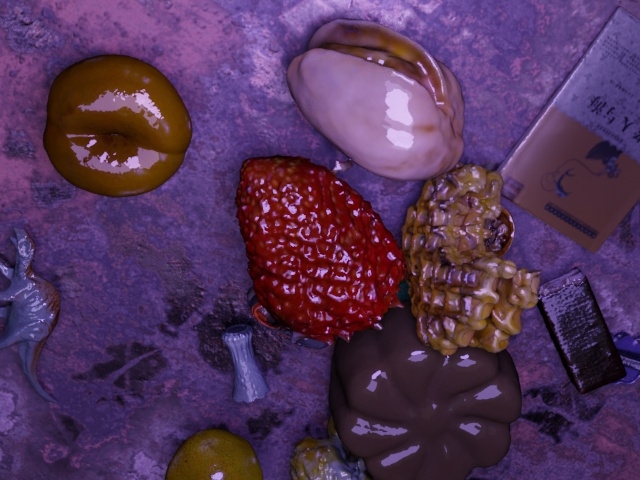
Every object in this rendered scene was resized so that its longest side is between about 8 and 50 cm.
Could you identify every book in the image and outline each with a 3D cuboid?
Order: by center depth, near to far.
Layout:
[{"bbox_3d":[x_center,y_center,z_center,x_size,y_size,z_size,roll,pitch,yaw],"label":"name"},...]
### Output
[{"bbox_3d":[0.525,-0.191,1.395,0.269,0.032,0.389,29,107,-13],"label":"book"}]

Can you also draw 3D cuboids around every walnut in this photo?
[{"bbox_3d":[0.327,-0.011,1.444,0.091,0.052,0.121,34,110,24],"label":"walnut"}]

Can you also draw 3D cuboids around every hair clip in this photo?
[{"bbox_3d":[0.629,0.251,1.577,0.195,0.052,0.124,12,106,-2],"label":"hair clip"}]

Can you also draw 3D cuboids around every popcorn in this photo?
[{"bbox_3d":[0.031,0.468,1.574,0.198,0.198,0.212,26,75,-13],"label":"popcorn"}]

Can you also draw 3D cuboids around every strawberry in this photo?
[{"bbox_3d":[0.002,-0.001,1.304,0.292,0.292,0.343,-11,125,2],"label":"strawberry"}]

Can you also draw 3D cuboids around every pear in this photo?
[{"bbox_3d":[-0.222,0.486,1.562,0.198,0.198,0.198,-1,113,-3],"label":"pear"}]

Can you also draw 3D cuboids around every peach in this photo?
[{"bbox_3d":[-0.344,-0.190,1.289,0.251,0.153,0.251,2,115,4],"label":"peach"}]

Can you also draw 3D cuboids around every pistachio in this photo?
[{"bbox_3d":[0.102,-0.227,1.260,0.321,0.229,0.238,36,140,-7],"label":"pistachio"}]

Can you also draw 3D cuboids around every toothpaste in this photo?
[{"bbox_3d":[0.168,0.096,1.493,0.043,0.037,0.178,-25,112,12],"label":"toothpaste"}]

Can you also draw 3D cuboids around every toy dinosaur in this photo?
[{"bbox_3d":[-0.586,0.173,1.463,0.205,0.092,0.393,-16,110,-2],"label":"toy dinosaur"}]

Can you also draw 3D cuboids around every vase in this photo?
[{"bbox_3d":[-0.154,0.241,1.517,0.081,0.081,0.148,-10,109,1],"label":"vase"}]

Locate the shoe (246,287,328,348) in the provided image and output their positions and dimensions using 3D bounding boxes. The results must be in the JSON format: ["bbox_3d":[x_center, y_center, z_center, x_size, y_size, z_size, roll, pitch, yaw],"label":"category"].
[{"bbox_3d":[-0.063,0.164,1.486,0.194,0.077,0.074,36,106,-16],"label":"shoe"}]

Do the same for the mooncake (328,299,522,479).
[{"bbox_3d":[0.203,0.303,1.471,0.378,0.201,0.378,-2,121,-4],"label":"mooncake"}]

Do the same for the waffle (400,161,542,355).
[{"bbox_3d":[0.248,0.030,1.314,0.151,0.324,0.261,13,136,-20],"label":"waffle"}]

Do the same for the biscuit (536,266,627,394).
[{"bbox_3d":[0.513,0.178,1.510,0.106,0.070,0.252,-26,103,7],"label":"biscuit"}]
